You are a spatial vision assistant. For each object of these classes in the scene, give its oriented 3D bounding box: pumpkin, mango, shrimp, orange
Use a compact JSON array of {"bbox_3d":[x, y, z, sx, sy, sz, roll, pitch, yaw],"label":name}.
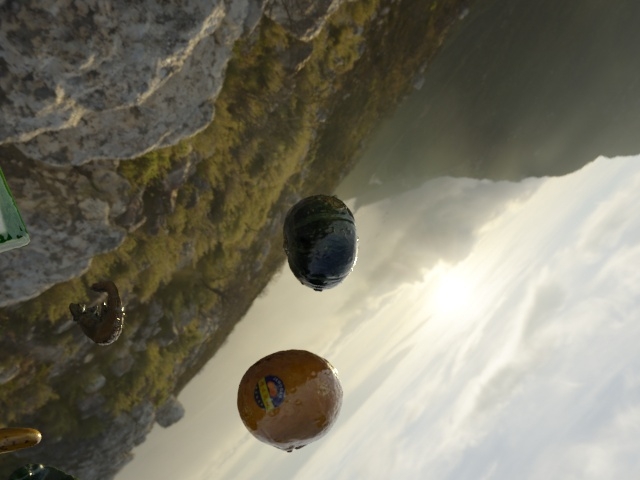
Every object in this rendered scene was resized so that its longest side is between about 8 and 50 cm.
[{"bbox_3d":[0.000,0.001,0.897,0.146,0.190,0.190,-18,156,-23],"label":"pumpkin"},{"bbox_3d":[-0.732,0.475,1.083,0.114,0.057,0.079,8,147,-28],"label":"mango"},{"bbox_3d":[-0.595,0.181,1.214,0.058,0.253,0.173,10,99,-51],"label":"shrimp"},{"bbox_3d":[-0.062,0.328,0.945,0.219,0.193,0.219,-22,160,-9],"label":"orange"}]

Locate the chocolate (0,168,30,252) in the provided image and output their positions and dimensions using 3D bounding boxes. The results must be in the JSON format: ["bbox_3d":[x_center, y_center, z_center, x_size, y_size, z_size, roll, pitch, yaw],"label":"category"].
[{"bbox_3d":[-0.628,-0.031,0.533,0.360,0.341,0.162,-53,146,-75],"label":"chocolate"}]

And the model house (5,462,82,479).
[{"bbox_3d":[-0.648,0.703,1.043,0.335,0.382,0.343,-64,-179,-37],"label":"model house"}]
